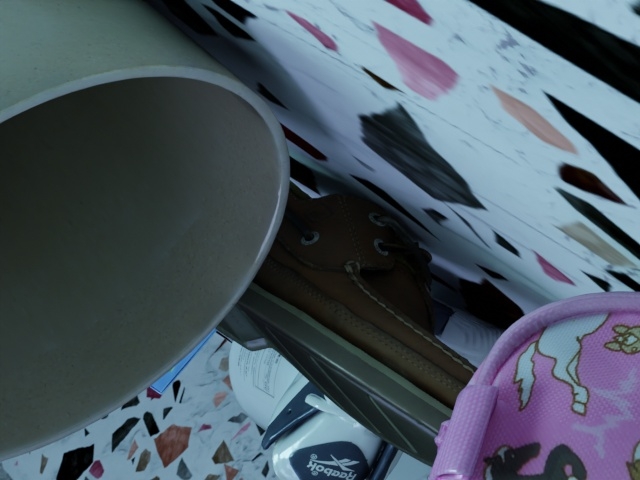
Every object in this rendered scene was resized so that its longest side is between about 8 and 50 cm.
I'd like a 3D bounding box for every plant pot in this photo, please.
[{"bbox_3d":[-0.196,-0.069,0.961,0.274,0.256,0.256,50,-178,31],"label":"plant pot"}]

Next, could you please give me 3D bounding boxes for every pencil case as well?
[{"bbox_3d":[0.174,0.150,0.870,0.386,0.167,0.160,47,-161,-60],"label":"pencil case"}]

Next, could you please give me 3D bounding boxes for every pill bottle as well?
[{"bbox_3d":[0.022,0.112,1.486,0.131,0.131,0.229,38,174,-20],"label":"pill bottle"}]

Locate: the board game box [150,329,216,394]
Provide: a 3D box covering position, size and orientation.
[{"bbox_3d":[-0.165,0.005,1.573,0.211,0.160,0.039,38,-162,-11],"label":"board game box"}]

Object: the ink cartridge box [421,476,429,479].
[{"bbox_3d":[0.039,0.137,1.683,0.209,0.109,0.062,39,173,-20],"label":"ink cartridge box"}]

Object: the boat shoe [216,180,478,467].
[{"bbox_3d":[0.009,0.023,1.059,0.307,0.104,0.111,32,164,43],"label":"boat shoe"}]

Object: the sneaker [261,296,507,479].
[{"bbox_3d":[0.033,0.105,1.208,0.094,0.153,0.235,26,174,-17],"label":"sneaker"}]
